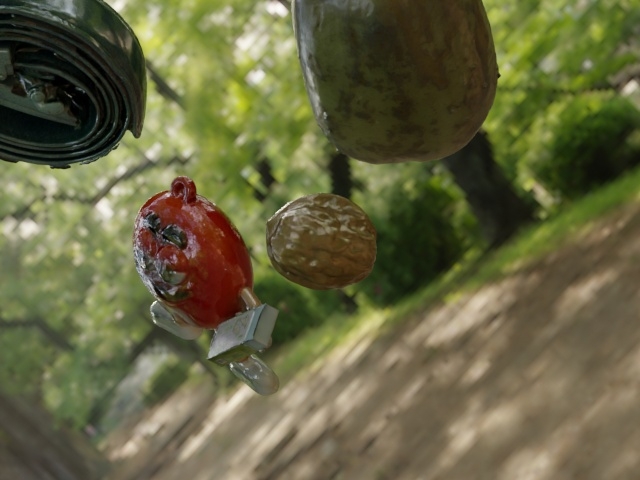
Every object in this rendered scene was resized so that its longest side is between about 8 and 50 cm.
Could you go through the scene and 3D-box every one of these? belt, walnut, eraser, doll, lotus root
[{"bbox_3d":[-0.299,-0.181,1.754,0.206,0.267,0.116,-39,38,33],"label":"belt"},{"bbox_3d":[0.000,0.000,1.380,0.079,0.096,0.082,-110,38,-75],"label":"walnut"},{"bbox_3d":[-0.066,0.081,1.418,0.083,0.019,0.038,-25,39,55],"label":"eraser"},{"bbox_3d":[-0.108,0.038,1.489,0.085,0.183,0.217,-40,-32,-29],"label":"doll"},{"bbox_3d":[0.057,-0.181,1.442,0.173,0.173,0.309,-47,-36,-19],"label":"lotus root"}]
